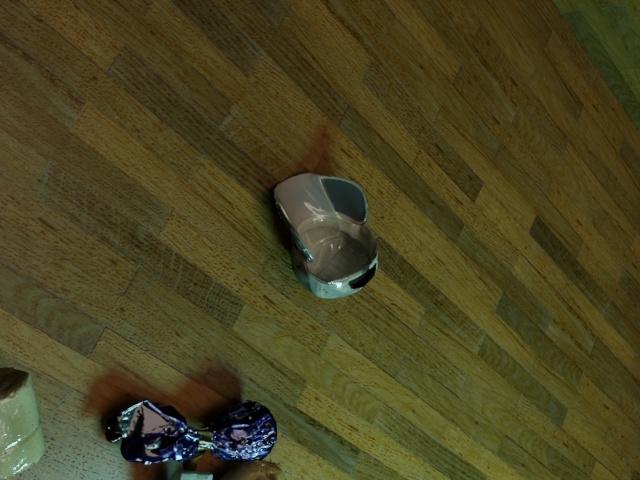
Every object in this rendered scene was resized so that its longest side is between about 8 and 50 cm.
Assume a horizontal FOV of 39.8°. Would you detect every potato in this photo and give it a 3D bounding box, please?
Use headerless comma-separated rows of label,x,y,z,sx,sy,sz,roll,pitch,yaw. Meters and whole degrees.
potato,-0.161,0.530,1.746,0.235,0.128,0.161,-18,118,-36

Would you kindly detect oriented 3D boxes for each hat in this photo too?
hat,-0.003,-0.008,1.829,0.232,0.161,0.275,-37,95,-46

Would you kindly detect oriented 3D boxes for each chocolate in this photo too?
chocolate,-0.244,0.372,1.664,0.343,0.126,0.148,8,102,-41

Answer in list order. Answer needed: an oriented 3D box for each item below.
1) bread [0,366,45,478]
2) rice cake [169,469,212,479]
bread,-0.519,0.289,1.401,0.148,0.134,0.141,-26,112,-51
rice cake,-0.279,0.530,1.666,0.080,0.042,0.221,15,103,-47
